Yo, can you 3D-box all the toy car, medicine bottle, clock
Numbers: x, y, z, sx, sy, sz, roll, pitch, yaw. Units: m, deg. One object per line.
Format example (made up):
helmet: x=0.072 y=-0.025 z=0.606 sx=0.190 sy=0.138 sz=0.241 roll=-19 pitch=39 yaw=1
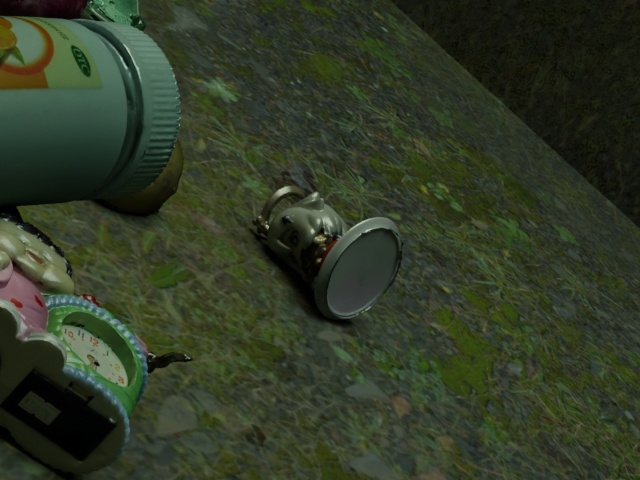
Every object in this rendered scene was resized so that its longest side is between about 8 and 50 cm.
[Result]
toy car: x=-0.272 y=-0.303 z=2.361 sx=0.090 sy=0.076 sz=0.224 roll=33 pitch=26 yaw=-28
medicine bottle: x=-0.272 y=-0.103 z=1.552 sx=0.158 sy=0.158 sz=0.318 roll=48 pitch=29 yaw=22
clock: x=-0.221 y=0.072 z=1.501 sx=0.194 sy=0.100 sz=0.195 roll=38 pitch=19 yaw=-21

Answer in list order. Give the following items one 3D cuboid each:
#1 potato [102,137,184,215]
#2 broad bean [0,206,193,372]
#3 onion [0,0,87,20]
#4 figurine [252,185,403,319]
potato: x=-0.236 y=-0.122 z=1.958 sx=0.243 sy=0.098 sz=0.138 roll=34 pitch=20 yaw=-18
broad bean: x=-0.253 y=0.018 z=1.636 sx=0.325 sy=0.067 sz=0.075 roll=46 pitch=47 yaw=10
onion: x=-0.334 y=-0.292 z=2.082 sx=0.177 sy=0.153 sz=0.177 roll=4 pitch=36 yaw=-3
figurine: x=0.000 y=0.000 z=2.154 sx=0.153 sy=0.132 sz=0.132 roll=35 pitch=11 yaw=35
